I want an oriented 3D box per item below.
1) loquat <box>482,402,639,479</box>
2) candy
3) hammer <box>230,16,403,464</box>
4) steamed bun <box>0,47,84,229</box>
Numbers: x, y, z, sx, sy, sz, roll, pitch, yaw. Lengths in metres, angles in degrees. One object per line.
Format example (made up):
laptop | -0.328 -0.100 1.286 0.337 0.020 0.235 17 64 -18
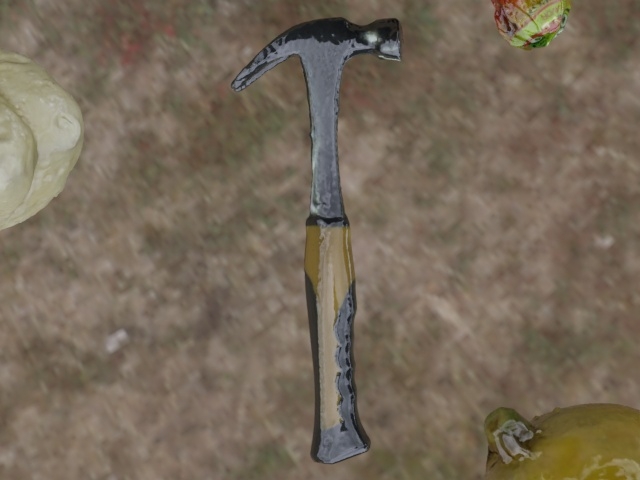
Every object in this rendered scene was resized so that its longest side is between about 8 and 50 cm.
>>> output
loquat | 0.177 0.187 1.327 0.172 0.149 0.204 -39 104 17
candy | 0.122 -0.232 1.471 0.060 0.201 0.060 -28 170 -5
hammer | 0.000 0.000 0.892 0.078 0.021 0.201 -1 89 8
steamed bun | -0.239 -0.065 1.360 0.172 0.155 0.140 -23 105 -47
